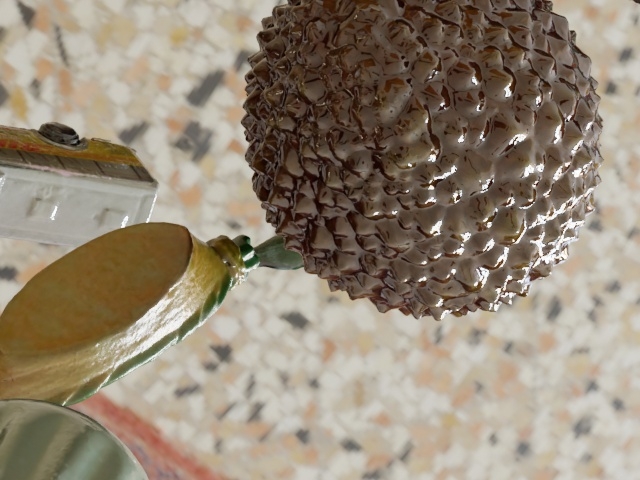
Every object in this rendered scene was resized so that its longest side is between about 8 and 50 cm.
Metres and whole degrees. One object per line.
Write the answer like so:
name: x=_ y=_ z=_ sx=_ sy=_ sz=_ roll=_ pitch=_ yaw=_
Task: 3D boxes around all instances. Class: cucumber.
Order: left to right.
cucumber: x=0.000 y=0.000 z=1.567 sx=0.155 sy=0.037 sz=0.037 roll=-17 pitch=118 yaw=2

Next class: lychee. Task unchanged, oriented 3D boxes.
lychee: x=0.057 y=-0.080 z=1.170 sx=0.271 sy=0.271 sz=0.271 roll=-10 pitch=113 yaw=-25

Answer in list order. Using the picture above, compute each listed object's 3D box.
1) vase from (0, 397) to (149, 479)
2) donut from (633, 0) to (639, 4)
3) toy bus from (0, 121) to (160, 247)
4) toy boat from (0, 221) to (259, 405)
vase: x=-0.134 y=0.147 z=0.688 sx=0.128 sy=0.248 sz=0.128 roll=1 pitch=103 yaw=4
donut: x=0.138 y=-0.152 z=0.636 sx=0.140 sy=0.140 sz=0.059 roll=-56 pitch=141 yaw=1
toy bus: x=-0.271 y=-0.050 z=1.524 sx=0.268 sy=0.106 sz=0.092 roll=8 pitch=114 yaw=-36
toy boat: x=-0.130 y=0.049 z=1.140 sx=0.229 sy=0.089 sz=0.088 roll=-34 pitch=151 yaw=-23
